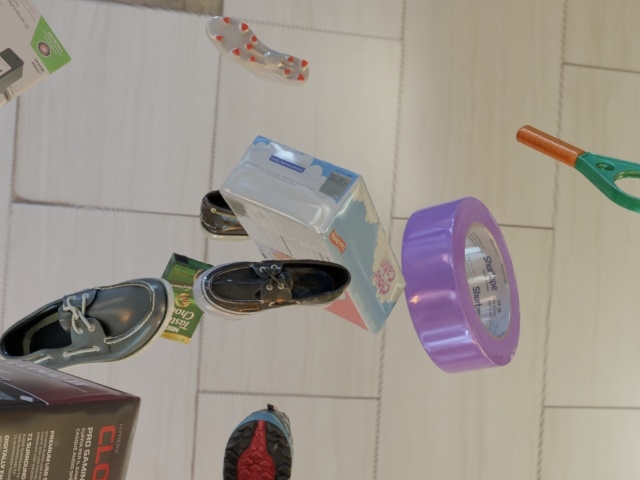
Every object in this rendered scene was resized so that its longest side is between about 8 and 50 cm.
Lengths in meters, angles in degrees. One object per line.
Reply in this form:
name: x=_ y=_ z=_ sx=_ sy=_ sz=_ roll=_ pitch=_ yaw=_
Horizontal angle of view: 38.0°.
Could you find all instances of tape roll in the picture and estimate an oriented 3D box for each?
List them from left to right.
tape roll: x=0.230 y=0.072 z=1.491 sx=0.090 sy=0.275 sz=0.275 roll=-15 pitch=95 yaw=30

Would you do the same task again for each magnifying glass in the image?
magnifying glass: x=0.343 y=-0.091 z=1.147 sx=0.092 sy=0.231 sz=0.026 roll=-25 pitch=132 yaw=-36

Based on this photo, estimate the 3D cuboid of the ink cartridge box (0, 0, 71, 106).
ink cartridge box: x=-0.642 y=-0.345 z=1.740 sx=0.273 sy=0.114 sz=0.198 roll=-47 pitch=113 yaw=-37

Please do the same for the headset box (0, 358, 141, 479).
headset box: x=-0.225 y=0.177 z=0.483 sx=0.110 sy=0.293 sz=0.218 roll=11 pitch=89 yaw=30

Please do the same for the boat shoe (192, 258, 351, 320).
boat shoe: x=-0.037 y=0.035 z=0.767 sx=0.142 sy=0.040 sz=0.049 roll=-1 pitch=66 yaw=-38

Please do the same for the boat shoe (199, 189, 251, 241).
boat shoe: x=-0.072 y=-0.044 z=1.432 sx=0.227 sy=0.069 sz=0.081 roll=-4 pitch=50 yaw=-11

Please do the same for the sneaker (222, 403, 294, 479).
sneaker: x=-0.078 y=0.328 z=1.149 sx=0.104 sy=0.125 sz=0.262 roll=17 pitch=102 yaw=4

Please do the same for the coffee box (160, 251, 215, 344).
coffee box: x=-0.287 y=0.122 z=1.909 sx=0.113 sy=0.040 sz=0.184 roll=21 pitch=113 yaw=-24

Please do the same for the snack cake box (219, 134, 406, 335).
snack cake box: x=0.000 y=0.000 z=1.142 sx=0.152 sy=0.264 sz=0.089 roll=23 pitch=69 yaw=28

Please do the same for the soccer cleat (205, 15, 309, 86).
soccer cleat: x=-0.110 y=-0.305 z=1.542 sx=0.196 sy=0.076 sz=0.068 roll=25 pitch=74 yaw=-24

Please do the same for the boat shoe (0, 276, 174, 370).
boat shoe: x=-0.360 y=0.131 z=1.410 sx=0.099 sy=0.319 sz=0.116 roll=18 pitch=57 yaw=-54
